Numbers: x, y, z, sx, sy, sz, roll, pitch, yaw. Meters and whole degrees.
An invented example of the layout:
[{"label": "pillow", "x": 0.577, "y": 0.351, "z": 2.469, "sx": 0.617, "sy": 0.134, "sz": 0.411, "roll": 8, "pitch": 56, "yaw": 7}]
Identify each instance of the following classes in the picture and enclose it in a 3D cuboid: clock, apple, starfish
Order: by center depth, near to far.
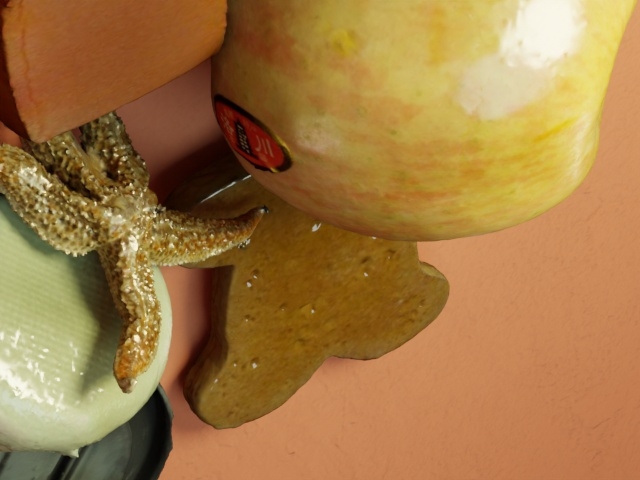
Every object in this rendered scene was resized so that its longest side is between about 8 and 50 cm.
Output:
[{"label": "apple", "x": 0.098, "y": -0.188, "z": 1.647, "sx": 0.391, "sy": 0.346, "sz": 0.391, "roll": 21, "pitch": 90, "yaw": -79}, {"label": "starfish", "x": -0.192, "y": -0.058, "z": 1.676, "sx": 0.084, "sy": 0.293, "sz": 0.301, "roll": -29, "pitch": -164, "yaw": 43}, {"label": "clock", "x": -0.306, "y": 0.229, "z": 1.943, "sx": 0.325, "sy": 0.067, "sz": 0.325, "roll": -21, "pitch": 135, "yaw": -23}]

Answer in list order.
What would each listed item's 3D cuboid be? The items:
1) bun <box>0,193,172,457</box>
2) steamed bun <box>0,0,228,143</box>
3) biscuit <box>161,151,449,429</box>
[{"label": "bun", "x": -0.281, "y": 0.070, "z": 1.713, "sx": 0.283, "sy": 0.283, "sz": 0.179, "roll": 8, "pitch": 156, "yaw": -42}, {"label": "steamed bun", "x": -0.214, "y": -0.251, "z": 1.451, "sx": 0.235, "sy": 0.248, "sz": 0.379, "roll": -28, "pitch": 168, "yaw": -10}, {"label": "biscuit", "x": 0.000, "y": 0.000, "z": 1.989, "sx": 0.368, "sy": 0.076, "sz": 0.394, "roll": -26, "pitch": 140, "yaw": -18}]
